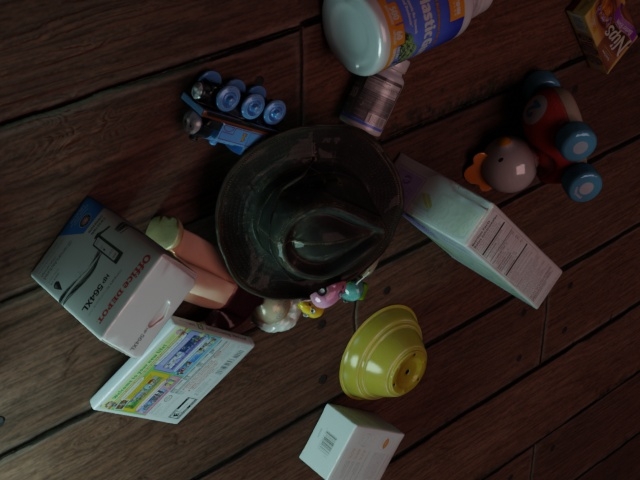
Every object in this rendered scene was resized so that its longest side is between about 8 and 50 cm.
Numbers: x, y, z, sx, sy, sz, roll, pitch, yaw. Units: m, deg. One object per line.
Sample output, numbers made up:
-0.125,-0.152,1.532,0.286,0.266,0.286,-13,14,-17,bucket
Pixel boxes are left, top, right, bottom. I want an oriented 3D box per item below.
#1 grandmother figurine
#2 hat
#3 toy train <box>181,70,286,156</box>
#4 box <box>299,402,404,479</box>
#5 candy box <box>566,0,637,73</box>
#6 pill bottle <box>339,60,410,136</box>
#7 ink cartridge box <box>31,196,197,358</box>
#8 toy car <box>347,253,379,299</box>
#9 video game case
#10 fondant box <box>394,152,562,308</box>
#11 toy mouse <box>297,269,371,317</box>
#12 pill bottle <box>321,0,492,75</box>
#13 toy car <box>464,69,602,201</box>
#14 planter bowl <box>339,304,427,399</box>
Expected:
-0.156,0.077,1.799,0.342,0.104,0.208,26,104,-47,grandmother figurine
0.009,-0.026,1.723,0.331,0.134,0.331,-10,114,-24,hat
-0.131,-0.187,1.675,0.184,0.080,0.105,10,112,-47,toy train
0.065,0.415,2.229,0.170,0.091,0.130,22,97,-49,box
0.570,-0.438,2.230,0.109,0.053,0.187,-50,138,-9,candy box
0.093,-0.251,1.855,0.078,0.078,0.137,16,102,-48,pill bottle
-0.294,0.050,1.562,0.148,0.203,0.086,-55,139,-4,ink cartridge box
0.000,0.000,1.911,0.188,0.149,0.155,15,94,-21,toy car
-0.240,0.215,1.804,0.212,0.023,0.193,-45,143,18,video game case
0.281,-0.015,2.064,0.096,0.238,0.330,-55,139,-2,fondant box
0.027,0.090,1.787,0.143,0.031,0.161,-26,169,18,toy mouse
0.149,-0.377,1.775,0.272,0.152,0.152,-28,131,-29,pill bottle
0.391,-0.175,2.147,0.237,0.219,0.210,-20,133,1,toy car
0.147,0.244,2.207,0.217,0.090,0.217,-23,128,-33,planter bowl
